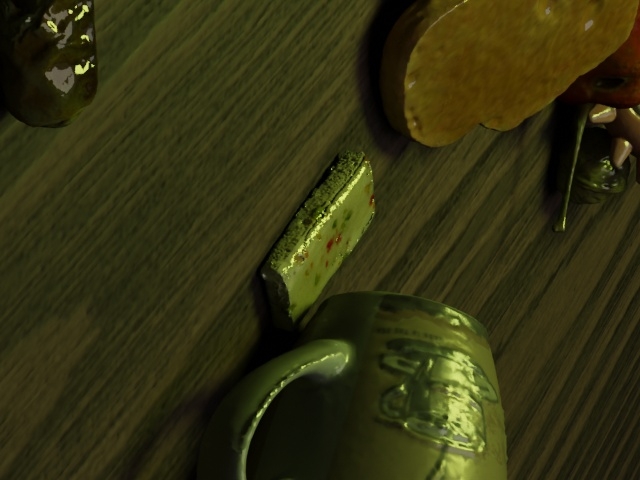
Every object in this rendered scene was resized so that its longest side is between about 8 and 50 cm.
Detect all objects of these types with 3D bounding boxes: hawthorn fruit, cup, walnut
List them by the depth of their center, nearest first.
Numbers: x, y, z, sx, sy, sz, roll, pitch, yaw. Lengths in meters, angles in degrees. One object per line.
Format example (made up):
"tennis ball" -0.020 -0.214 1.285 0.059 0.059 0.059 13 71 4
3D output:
"cup" 0.016 0.164 1.406 0.301 0.227 0.257 31 60 -48
"hawthorn fruit" 0.274 -0.151 1.848 0.165 0.165 0.285 -37 140 -55
"walnut" 0.294 -0.081 1.999 0.092 0.092 0.092 -40 137 -53

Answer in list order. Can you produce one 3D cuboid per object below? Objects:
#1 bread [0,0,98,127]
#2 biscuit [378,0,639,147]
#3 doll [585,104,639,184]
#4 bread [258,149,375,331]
"bread" -0.156 -0.115 1.042 0.066 0.060 0.110 -95 -175 -64
"biscuit" 0.191 -0.225 1.597 0.376 0.051 0.269 -36 147 -21
"doll" 0.361 -0.162 1.965 0.262 0.093 0.211 34 74 -21
"bread" 0.000 0.000 1.468 0.153 0.028 0.068 -54 148 -38
